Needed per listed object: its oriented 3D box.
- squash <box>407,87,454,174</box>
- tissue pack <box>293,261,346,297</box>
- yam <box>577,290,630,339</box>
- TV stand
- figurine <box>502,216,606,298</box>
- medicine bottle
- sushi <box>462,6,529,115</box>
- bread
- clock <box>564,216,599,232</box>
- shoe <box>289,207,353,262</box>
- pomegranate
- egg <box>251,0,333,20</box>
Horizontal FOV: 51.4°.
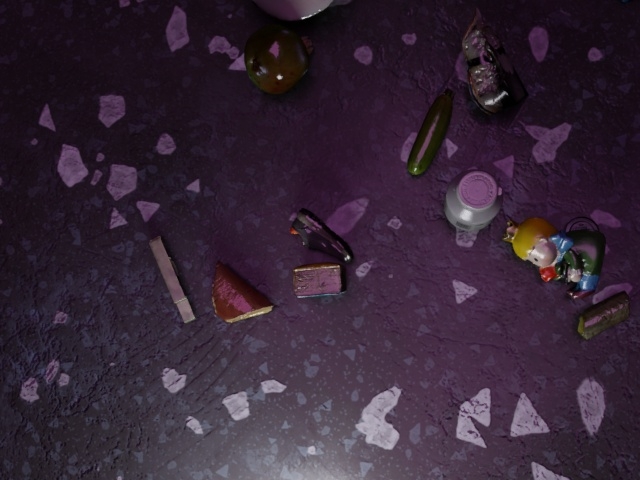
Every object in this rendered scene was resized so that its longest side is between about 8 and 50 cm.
[{"bbox_3d":[0.291,-0.286,1.729,0.066,0.066,0.252,23,86,10],"label":"squash"},{"bbox_3d":[0.001,0.097,1.665,0.120,0.169,0.082,-5,87,7],"label":"tissue pack"},{"bbox_3d":[0.686,0.181,1.614,0.147,0.070,0.069,-28,80,4],"label":"yam"},{"bbox_3d":[-0.396,0.103,1.782,0.036,0.042,0.249,-25,80,0],"label":"TV stand"},{"bbox_3d":[0.561,0.040,1.629,0.234,0.127,0.185,7,107,6],"label":"figurine"},{"bbox_3d":[0.372,-0.101,1.617,0.135,0.215,0.134,-1,82,7],"label":"medicine bottle"},{"bbox_3d":[0.418,-0.454,1.717,0.109,0.134,0.272,-28,89,35],"label":"sushi"},{"bbox_3d":[-0.226,0.155,1.738,0.192,0.067,0.119,36,88,11],"label":"bread"},{"bbox_3d":[0.655,-0.018,1.668,0.085,0.017,0.085,-1,82,7],"label":"clock"},{"bbox_3d":[0.001,0.001,1.732,0.194,0.074,0.077,42,101,13],"label":"shoe"},{"bbox_3d":[-0.100,-0.490,1.773,0.180,0.180,0.210,45,52,11],"label":"pomegranate"},{"bbox_3d":[-0.057,-0.761,1.773,0.337,0.201,0.336,4,110,11],"label":"egg"}]
